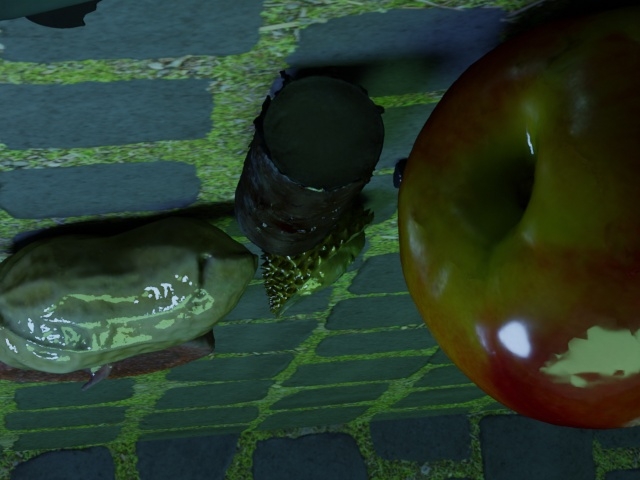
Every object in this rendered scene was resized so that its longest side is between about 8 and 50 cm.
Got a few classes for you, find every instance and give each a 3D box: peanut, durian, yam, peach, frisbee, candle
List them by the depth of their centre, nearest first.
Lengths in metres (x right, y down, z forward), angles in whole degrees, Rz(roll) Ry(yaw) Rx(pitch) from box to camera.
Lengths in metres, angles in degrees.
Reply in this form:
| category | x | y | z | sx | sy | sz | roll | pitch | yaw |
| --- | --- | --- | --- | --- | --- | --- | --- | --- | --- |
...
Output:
| category | x | y | z | sx | sy | sz | roll | pitch | yaw |
| --- | --- | --- | --- | --- | --- | --- | --- | --- | --- |
| frisbee | -0.159 | -0.209 | 1.353 | 0.211 | 0.012 | 0.187 | -11 | 164 | 19 |
| peach | 0.267 | -0.021 | 1.602 | 0.388 | 0.388 | 0.388 | -6 | 166 | -2 |
| yam | -0.015 | -0.070 | 1.748 | 0.131 | 0.131 | 0.279 | -4 | 168 | -9 |
| peanut | -0.237 | 0.059 | 2.104 | 0.340 | 0.158 | 0.174 | -11 | 133 | -1 |
| durian | 0.000 | 0.000 | 2.118 | 0.146 | 0.102 | 0.208 | -43 | 175 | 28 |
| candle | -0.291 | 0.136 | 2.436 | 0.317 | 0.131 | 0.287 | -7 | 169 | 6 |

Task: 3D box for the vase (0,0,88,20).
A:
| category | x | y | z | sx | sy | sz | roll | pitch | yaw |
| --- | --- | --- | --- | --- | --- | --- | --- | --- | --- |
| vase | -0.086 | -0.220 | 1.093 | 0.301 | 0.156 | 0.251 | -10 | 167 | -12 |

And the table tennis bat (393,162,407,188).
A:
| category | x | y | z | sx | sy | sz | roll | pitch | yaw |
| --- | --- | --- | --- | --- | --- | --- | --- | --- | --- |
| table tennis bat | 0.194 | -0.080 | 2.004 | 0.236 | 0.027 | 0.150 | -5 | 166 | -15 |
